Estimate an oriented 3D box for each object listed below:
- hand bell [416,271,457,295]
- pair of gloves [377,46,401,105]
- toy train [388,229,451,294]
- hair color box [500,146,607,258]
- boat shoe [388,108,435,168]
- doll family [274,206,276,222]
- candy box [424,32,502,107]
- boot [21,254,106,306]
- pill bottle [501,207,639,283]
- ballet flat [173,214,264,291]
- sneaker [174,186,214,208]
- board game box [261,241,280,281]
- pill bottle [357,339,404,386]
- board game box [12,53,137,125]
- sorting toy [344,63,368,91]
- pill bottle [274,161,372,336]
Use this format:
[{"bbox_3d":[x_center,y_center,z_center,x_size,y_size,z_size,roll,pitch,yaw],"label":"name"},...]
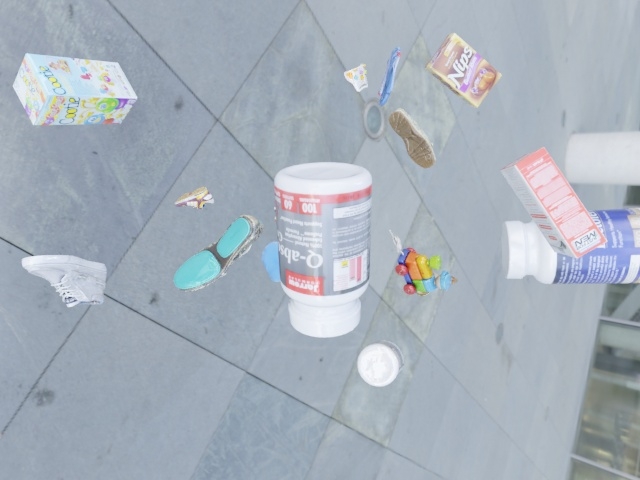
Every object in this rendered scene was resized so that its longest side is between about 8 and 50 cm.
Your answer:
[{"bbox_3d":[0.504,0.168,1.828,0.242,0.126,0.126,4,93,-37],"label":"hand bell"},{"bbox_3d":[0.211,-0.499,1.314,0.198,0.023,0.159,-85,-169,-58],"label":"pair of gloves"},{"bbox_3d":[0.317,0.064,1.377,0.105,0.144,0.247,-55,130,-39],"label":"toy train"},{"bbox_3d":[0.360,-0.059,0.678,0.167,0.054,0.093,58,10,1],"label":"hair color box"},{"bbox_3d":[0.406,-0.442,1.853,0.285,0.105,0.089,55,40,-12],"label":"boat shoe"},{"bbox_3d":[-0.195,-0.183,2.267,0.076,0.111,0.193,41,96,-10],"label":"doll family"},{"bbox_3d":[0.399,-0.473,1.213,0.187,0.053,0.109,32,103,-16],"label":"candy box"},{"bbox_3d":[-0.666,0.114,1.150,0.258,0.095,0.123,34,46,-72],"label":"boot"},{"bbox_3d":[0.525,0.015,0.900,0.153,0.265,0.153,-3,90,-75],"label":"pill bottle"},{"bbox_3d":[-0.431,0.071,1.931,0.483,0.164,0.182,-40,161,13],"label":"ballet flat"},{"bbox_3d":[-0.547,-0.165,1.872,0.083,0.186,0.069,58,33,-28],"label":"sneaker"},{"bbox_3d":[-0.177,0.089,1.817,0.033,0.133,0.168,-7,62,-54],"label":"board game box"},{"bbox_3d":[0.255,0.492,1.765,0.278,0.162,0.162,26,75,-71],"label":"pill bottle"},{"bbox_3d":[-0.742,-0.453,1.324,0.275,0.142,0.144,-23,82,-54],"label":"board game box"},{"bbox_3d":[0.131,-0.541,1.444,0.083,0.045,0.075,-37,118,-27],"label":"sorting toy"},{"bbox_3d":[0.009,0.020,0.979,0.210,0.210,0.362,-24,121,-45],"label":"pill bottle"}]
